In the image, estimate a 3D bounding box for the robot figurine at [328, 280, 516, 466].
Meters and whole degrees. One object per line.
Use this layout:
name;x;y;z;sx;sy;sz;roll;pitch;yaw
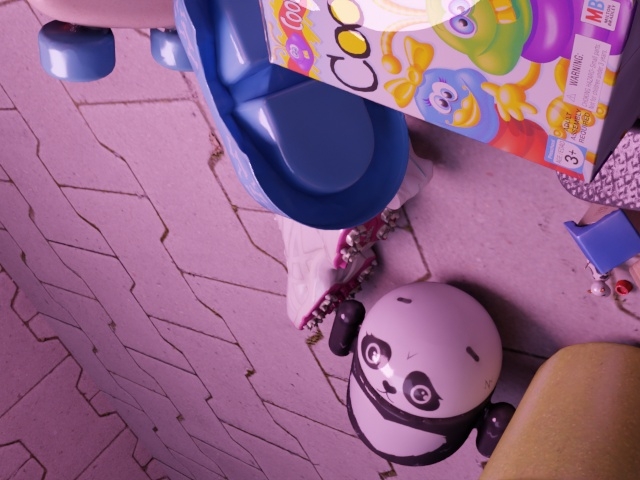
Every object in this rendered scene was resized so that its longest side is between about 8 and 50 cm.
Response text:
robot figurine;0.118;0.171;0.914;0.209;0.173;0.278;0;144;-4

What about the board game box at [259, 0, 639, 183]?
board game box;0.102;-0.179;0.534;0.275;0.144;0.142;27;146;27

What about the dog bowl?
dog bowl;-0.032;-0.150;0.679;0.074;0.166;0.297;-7;107;62

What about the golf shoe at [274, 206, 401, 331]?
golf shoe;0.000;0.000;0.932;0.140;0.115;0.306;46;145;18

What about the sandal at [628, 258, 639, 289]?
sandal;0.355;0.073;0.605;0.240;0.088;0.079;36;118;-23

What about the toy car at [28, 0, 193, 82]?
toy car;-0.213;-0.316;0.753;0.238;0.210;0.219;-123;31;-42

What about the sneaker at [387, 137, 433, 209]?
sneaker;0.058;-0.096;0.785;0.152;0.061;0.053;50;163;29

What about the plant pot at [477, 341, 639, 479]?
plant pot;0.268;0.247;0.726;0.276;0.254;0.276;19;138;18

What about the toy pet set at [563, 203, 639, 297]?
toy pet set;0.274;0.019;0.651;0.114;0.065;0.122;52;148;-13

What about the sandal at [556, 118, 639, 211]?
sandal;0.294;-0.046;0.554;0.254;0.054;0.097;33;135;44
